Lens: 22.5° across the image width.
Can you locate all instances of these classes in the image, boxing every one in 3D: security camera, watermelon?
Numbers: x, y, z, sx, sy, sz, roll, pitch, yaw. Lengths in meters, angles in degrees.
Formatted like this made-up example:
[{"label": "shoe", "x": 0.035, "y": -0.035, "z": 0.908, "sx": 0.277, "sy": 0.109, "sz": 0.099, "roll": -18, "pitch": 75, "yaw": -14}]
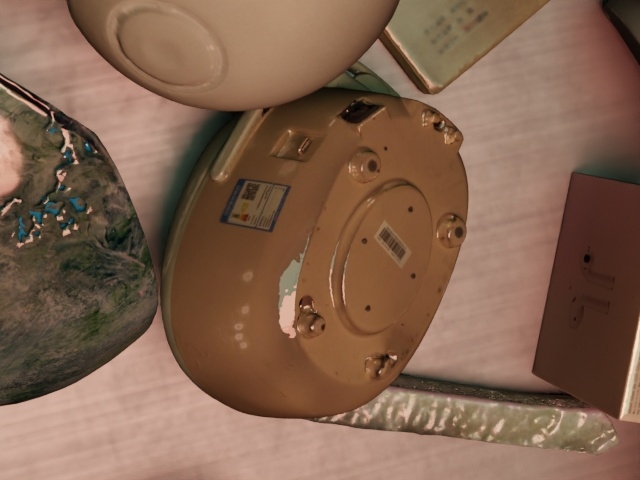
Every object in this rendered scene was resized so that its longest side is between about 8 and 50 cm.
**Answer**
[{"label": "security camera", "x": -0.064, "y": -0.175, "z": 0.821, "sx": 0.236, "sy": 0.194, "sz": 0.194, "roll": 26, "pitch": 90, "yaw": -7}, {"label": "watermelon", "x": -0.229, "y": -0.012, "z": 0.811, "sx": 0.322, "sy": 0.188, "sz": 0.175, "roll": 32, "pitch": 80, "yaw": -11}]

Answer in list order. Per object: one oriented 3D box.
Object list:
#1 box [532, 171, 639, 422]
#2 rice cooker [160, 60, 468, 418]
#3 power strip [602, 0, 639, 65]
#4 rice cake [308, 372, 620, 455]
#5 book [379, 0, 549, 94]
[{"label": "box", "x": 0.182, "y": 0.032, "z": 0.948, "sx": 0.051, "sy": 0.129, "sz": 0.130, "roll": 10, "pitch": 94, "yaw": -16}, {"label": "rice cooker", "x": 0.000, "y": 0.000, "z": 0.885, "sx": 0.145, "sy": 0.127, "sz": 0.206, "roll": 36, "pitch": 76, "yaw": -38}, {"label": "power strip", "x": 0.226, "y": -0.078, "z": 0.945, "sx": 0.044, "sy": 0.137, "sz": 0.216, "roll": -29, "pitch": 105, "yaw": 6}, {"label": "rice cake", "x": 0.080, "y": 0.100, "z": 0.977, "sx": 0.211, "sy": 0.043, "sz": 0.034, "roll": 9, "pitch": 100, "yaw": -14}, {"label": "book", "x": 0.058, "y": -0.255, "z": 0.938, "sx": 0.215, "sy": 0.025, "sz": 0.282, "roll": -39, "pitch": 104, "yaw": -7}]
